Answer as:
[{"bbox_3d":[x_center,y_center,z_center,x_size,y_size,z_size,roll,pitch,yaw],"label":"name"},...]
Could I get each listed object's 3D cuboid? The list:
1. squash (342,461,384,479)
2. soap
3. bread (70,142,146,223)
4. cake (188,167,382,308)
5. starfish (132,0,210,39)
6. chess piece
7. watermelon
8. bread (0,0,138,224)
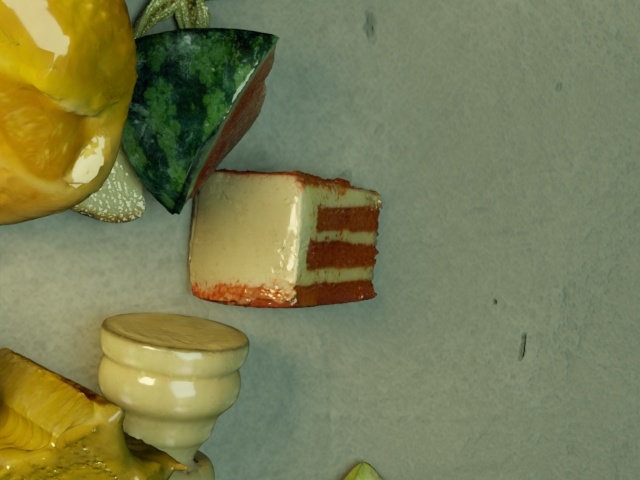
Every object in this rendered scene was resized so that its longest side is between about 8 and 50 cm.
[{"bbox_3d":[0.076,0.431,1.763,0.204,0.155,0.237,-40,114,-18],"label":"squash"},{"bbox_3d":[-0.318,0.276,1.394,0.169,0.339,0.304,42,74,-27],"label":"soap"},{"bbox_3d":[-0.242,-0.085,1.561,0.129,0.044,0.126,26,76,-28],"label":"bread"},{"bbox_3d":[0.000,0.000,1.648,0.262,0.160,0.158,2,93,-32],"label":"cake"},{"bbox_3d":[-0.152,-0.285,1.573,0.223,0.050,0.217,-47,137,-12],"label":"starfish"},{"bbox_3d":[-0.180,0.240,1.594,0.167,0.167,0.299,2,103,-31],"label":"chess piece"},{"bbox_3d":[-0.113,-0.129,1.559,0.202,0.136,0.207,-3,102,-39],"label":"watermelon"},{"bbox_3d":[-0.343,-0.184,1.303,0.361,0.394,0.250,30,66,-27],"label":"bread"}]
